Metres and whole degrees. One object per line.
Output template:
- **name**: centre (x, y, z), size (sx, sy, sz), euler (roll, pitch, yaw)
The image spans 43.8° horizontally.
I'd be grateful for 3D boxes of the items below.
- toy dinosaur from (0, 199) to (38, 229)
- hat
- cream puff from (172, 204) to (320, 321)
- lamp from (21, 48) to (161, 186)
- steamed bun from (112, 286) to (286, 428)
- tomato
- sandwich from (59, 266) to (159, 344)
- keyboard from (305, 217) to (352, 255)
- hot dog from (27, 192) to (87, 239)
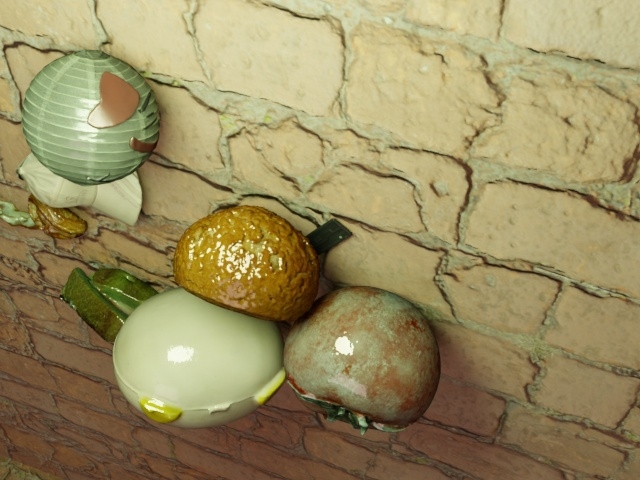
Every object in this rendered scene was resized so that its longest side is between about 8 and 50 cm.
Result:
- **toy dinosaur**: centre (-0.721, -0.056, 1.897), size (0.212, 0.057, 0.142), euler (8, 160, 38)
- **hat**: centre (-0.493, -0.095, 1.643), size (0.226, 0.164, 0.219), euler (49, 143, 5)
- **cream puff**: centre (-0.131, 0.038, 1.522), size (0.303, 0.212, 0.303), euler (21, 175, 2)
- **lamp**: centre (-0.390, -0.213, 1.360), size (0.233, 0.265, 0.233), euler (-9, 122, -14)
- **steamed bun**: centre (-0.262, 0.253, 1.746), size (0.374, 0.334, 0.334), euler (-8, 146, -18)
- **tomato**: centre (0.083, 0.242, 1.592), size (0.317, 0.282, 0.316), euler (17, 155, 8)
- **sandwich**: centre (-0.458, 0.181, 1.944), size (0.250, 0.162, 0.301), euler (38, 173, 38)
- **keyboard**: centre (0.000, 0.000, 1.579), size (0.053, 0.010, 0.155), euler (39, 141, -16)
- **hot dog**: centre (-0.603, -0.053, 1.810), size (0.147, 0.065, 0.099), euler (39, 148, -21)
